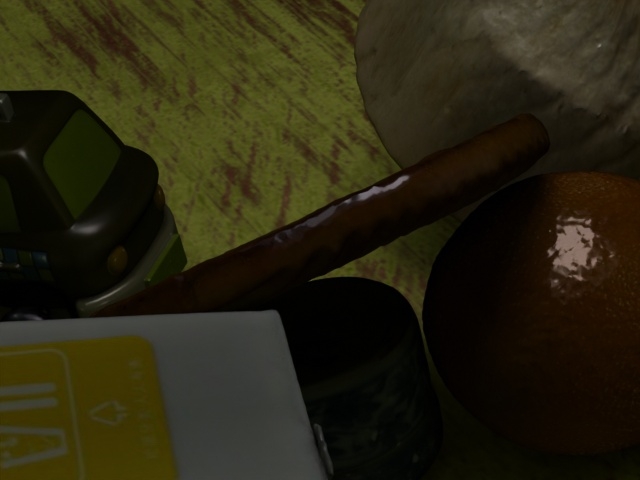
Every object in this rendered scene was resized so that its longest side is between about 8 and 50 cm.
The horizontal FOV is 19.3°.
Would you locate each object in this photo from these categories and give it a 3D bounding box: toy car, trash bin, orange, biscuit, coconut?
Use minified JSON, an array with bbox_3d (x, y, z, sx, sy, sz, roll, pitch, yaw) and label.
[{"bbox_3d":[-0.245,-0.031,1.480,0.247,0.198,0.204,1,37,23],"label":"toy car"},{"bbox_3d":[-0.181,0.188,1.020,0.367,0.296,0.256,-8,41,-10],"label":"trash bin"},{"bbox_3d":[0.171,0.046,1.222,0.206,0.206,0.206,-10,33,6],"label":"orange"},{"bbox_3d":[0.000,0.000,1.183,0.318,0.040,0.318,-25,-1,0],"label":"biscuit"},{"bbox_3d":[0.173,-0.131,1.419,0.328,0.329,0.329,-10,33,6],"label":"coconut"}]

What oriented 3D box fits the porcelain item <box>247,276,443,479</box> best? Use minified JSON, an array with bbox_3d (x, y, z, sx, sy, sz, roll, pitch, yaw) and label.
[{"bbox_3d":[0.005,0.107,1.256,0.147,0.114,0.147,-13,27,7],"label":"porcelain item"}]
